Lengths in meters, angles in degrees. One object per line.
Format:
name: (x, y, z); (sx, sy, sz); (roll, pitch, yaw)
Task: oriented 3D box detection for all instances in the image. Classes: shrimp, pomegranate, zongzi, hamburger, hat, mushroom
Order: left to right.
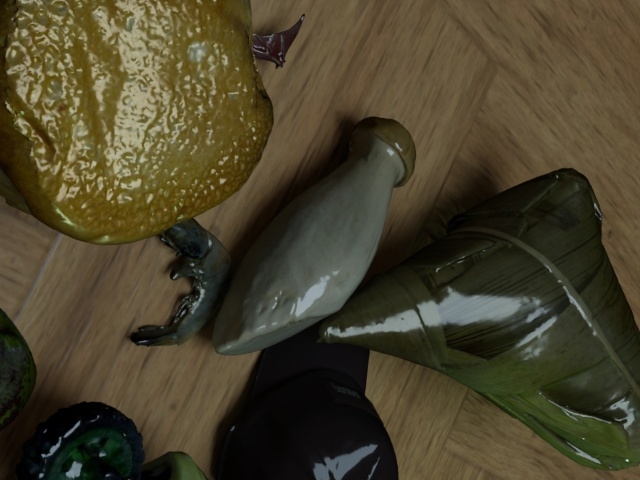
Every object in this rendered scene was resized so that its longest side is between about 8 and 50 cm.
pomegranate: (-0.333, 0.113, 0.895); (0.163, 0.138, 0.126); (-5, 118, -11)
hamburger: (-0.179, -0.153, 0.930); (0.314, 0.170, 0.290); (-25, 120, -35)
shrimp: (-0.171, 0.037, 1.089); (0.148, 0.035, 0.195); (-56, 135, -14)
mushroom: (0.000, 0.000, 1.180); (0.350, 0.128, 0.128); (-55, 132, -24)
hat: (0.027, 0.250, 1.216); (0.238, 0.209, 0.336); (26, 82, -42)
zongzi: (0.245, 0.213, 1.341); (0.466, 0.218, 0.500); (-31, 100, -30)

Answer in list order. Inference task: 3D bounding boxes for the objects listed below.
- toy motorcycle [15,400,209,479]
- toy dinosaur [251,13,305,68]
toy motorcycle: (-0.237, 0.362, 1.026); (0.237, 0.168, 0.410); (17, 95, -39)
toy dinosaur: (-0.100, -0.191, 1.095); (0.220, 0.032, 0.108); (-35, 128, -19)
